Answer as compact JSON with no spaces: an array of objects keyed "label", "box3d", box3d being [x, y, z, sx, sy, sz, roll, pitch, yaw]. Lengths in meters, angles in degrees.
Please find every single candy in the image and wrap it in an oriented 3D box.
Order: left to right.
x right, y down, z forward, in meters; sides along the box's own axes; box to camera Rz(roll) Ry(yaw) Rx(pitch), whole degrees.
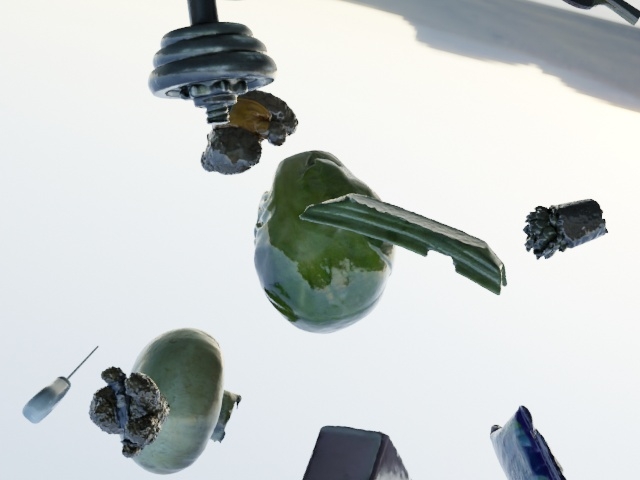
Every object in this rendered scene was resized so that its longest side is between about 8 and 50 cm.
[{"label":"candy","box3d":[0.305,0.323,1.562,0.070,0.145,0.275,-26,166,-7]}]

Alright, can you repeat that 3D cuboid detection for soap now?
[{"label":"soap","box3d":[0.045,0.431,1.347,0.107,0.285,0.296,2,-131,28]}]

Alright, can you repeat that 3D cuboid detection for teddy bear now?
[{"label":"teddy bear","box3d":[-0.361,0.334,2.070,0.129,0.181,0.251,4,172,-36]},{"label":"teddy bear","box3d":[-0.150,-0.200,2.016,0.177,0.140,0.190,-7,-134,26]}]

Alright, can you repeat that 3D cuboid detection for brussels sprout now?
[{"label":"brussels sprout","box3d":[0.004,-0.003,2.096,0.282,0.354,0.289,-16,158,1]}]

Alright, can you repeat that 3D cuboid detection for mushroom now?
[{"label":"mushroom","box3d":[-0.321,0.371,2.432,0.260,0.352,0.352,23,-167,-10]}]

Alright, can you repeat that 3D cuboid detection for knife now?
[{"label":"knife","box3d":[-0.503,0.281,2.081,0.044,0.080,0.331,40,-168,-3]}]

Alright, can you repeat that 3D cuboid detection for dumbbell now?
[{"label":"dumbbell","box3d":[-0.163,-0.356,1.416,0.179,0.406,0.179,-7,-179,0]}]

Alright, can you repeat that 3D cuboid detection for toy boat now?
[{"label":"toy boat","box3d":[0.116,-0.007,1.429,0.293,0.055,0.093,21,-165,14]}]

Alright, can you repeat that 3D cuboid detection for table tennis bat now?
[{"label":"table tennis bat","box3d":[0.448,-0.432,1.795,0.220,0.019,0.130,32,-125,-6]}]

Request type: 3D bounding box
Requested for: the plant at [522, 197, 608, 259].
[{"label":"plant","box3d":[0.413,-0.022,1.817,0.143,0.092,0.094,-16,-165,1]}]
